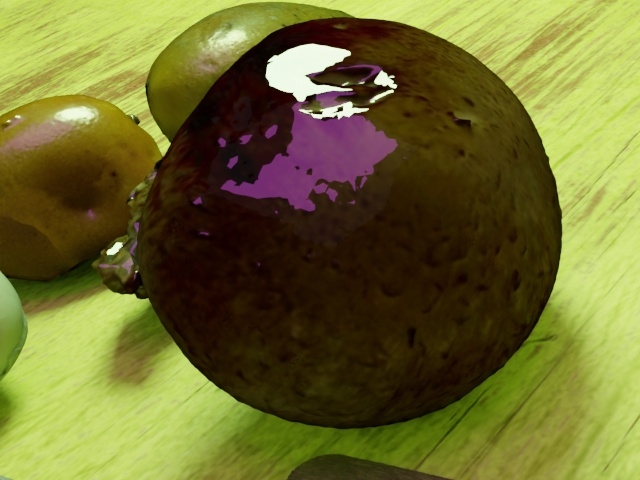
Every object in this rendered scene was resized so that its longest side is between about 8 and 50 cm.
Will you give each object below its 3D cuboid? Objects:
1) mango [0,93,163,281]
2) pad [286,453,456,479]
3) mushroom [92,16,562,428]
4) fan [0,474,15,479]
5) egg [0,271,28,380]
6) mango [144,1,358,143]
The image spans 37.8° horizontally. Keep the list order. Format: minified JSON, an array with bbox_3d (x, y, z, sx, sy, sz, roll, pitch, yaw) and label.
[{"bbox_3d":[-0.279,-0.054,0.953,0.236,0.166,0.136,-36,10,-18],"label":"mango"},{"bbox_3d":[0.070,0.212,0.566,0.266,0.002,0.176,7,35,27],"label":"pad"},{"bbox_3d":[-0.003,0.008,0.745,0.334,0.356,0.331,30,35,-5],"label":"mushroom"},{"bbox_3d":[-0.187,0.193,0.669,0.282,0.023,0.057,12,41,31],"label":"fan"},{"bbox_3d":[-0.354,0.071,0.767,0.217,0.183,0.183,-2,29,-17],"label":"egg"},{"bbox_3d":[-0.060,-0.211,1.124,0.176,0.175,0.329,47,53,3],"label":"mango"}]
